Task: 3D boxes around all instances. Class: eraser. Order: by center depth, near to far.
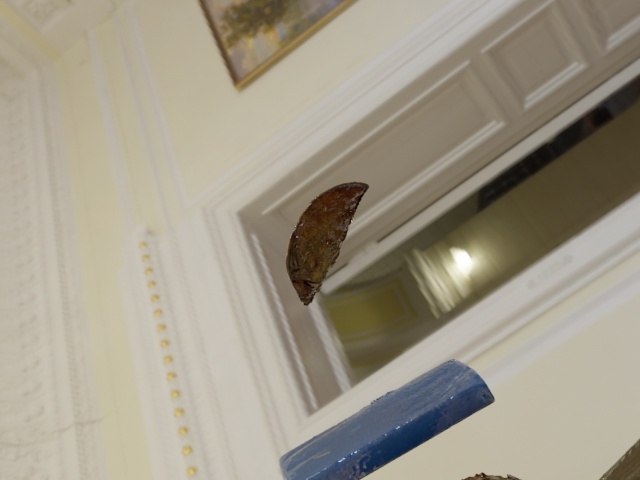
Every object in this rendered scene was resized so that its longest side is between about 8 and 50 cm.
[{"bbox_3d":[0.087,0.268,1.252,0.042,0.312,0.144,62,175,-8],"label":"eraser"}]

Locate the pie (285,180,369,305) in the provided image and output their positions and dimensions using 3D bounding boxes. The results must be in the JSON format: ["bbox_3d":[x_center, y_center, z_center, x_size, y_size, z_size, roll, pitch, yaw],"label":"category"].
[{"bbox_3d":[-0.001,-0.002,1.206,0.088,0.191,0.033,23,-176,-37],"label":"pie"}]

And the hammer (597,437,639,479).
[{"bbox_3d":[0.248,0.122,0.600,0.111,0.365,0.043,38,-163,3],"label":"hammer"}]

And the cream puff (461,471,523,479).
[{"bbox_3d":[0.189,0.314,0.970,0.149,0.149,0.084,-112,15,-49],"label":"cream puff"}]
